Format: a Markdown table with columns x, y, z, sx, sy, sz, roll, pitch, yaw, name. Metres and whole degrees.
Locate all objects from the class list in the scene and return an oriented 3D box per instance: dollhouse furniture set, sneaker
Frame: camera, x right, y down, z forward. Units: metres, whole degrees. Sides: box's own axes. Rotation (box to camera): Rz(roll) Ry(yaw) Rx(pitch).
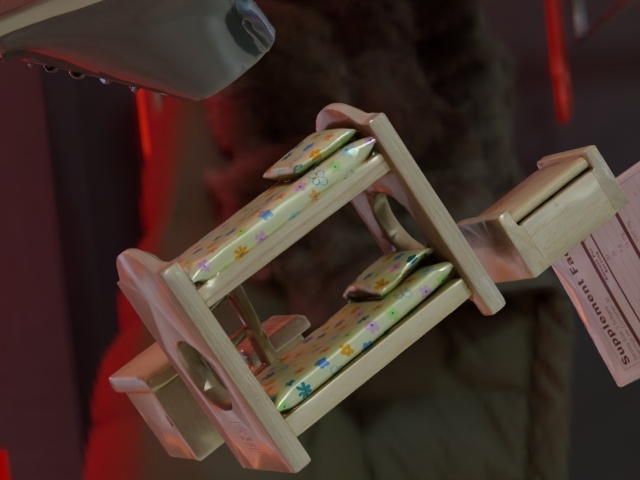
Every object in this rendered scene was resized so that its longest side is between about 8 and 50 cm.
| x | y | z | sx | sy | sz | roll | pitch | yaw | name |
| --- | --- | --- | --- | --- | --- | --- | --- | --- | --- |
| 0.000 | 0.000 | 0.754 | 0.182 | 0.101 | 0.161 | -37 | 10 | -21 | dollhouse furniture set |
| -0.142 | -0.114 | 1.004 | 0.222 | 0.083 | 0.118 | -10 | -38 | 22 | sneaker |

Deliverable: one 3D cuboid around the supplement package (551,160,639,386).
| x | y | z | sx | sy | sz | roll | pitch | yaw | name |
| --- | --- | --- | --- | --- | --- | --- | --- | --- | --- |
| 0.226 | -0.008 | 0.991 | 0.105 | 0.105 | 0.179 | -22 | -11 | -34 | supplement package |
